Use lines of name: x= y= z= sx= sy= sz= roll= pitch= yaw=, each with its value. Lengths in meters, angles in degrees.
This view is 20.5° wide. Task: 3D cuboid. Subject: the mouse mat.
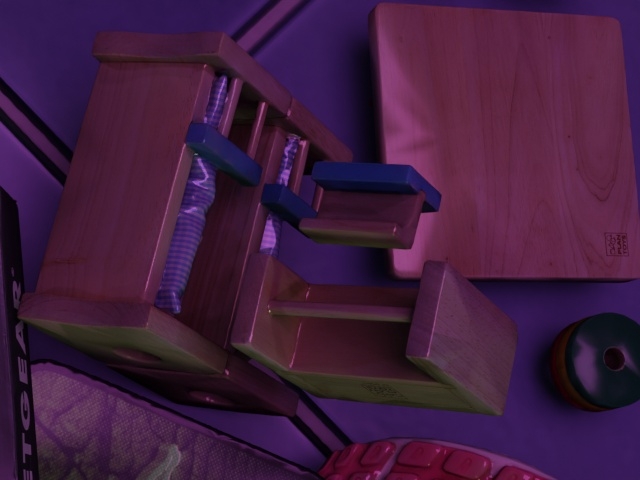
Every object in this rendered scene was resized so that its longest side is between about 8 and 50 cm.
mouse mat: x=-0.093 y=0.162 z=0.748 sx=0.152 sy=0.007 sz=0.190 roll=24 pitch=85 yaw=-13

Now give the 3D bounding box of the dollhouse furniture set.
dollhouse furniture set: x=0.000 y=0.000 z=0.729 sx=0.129 sy=0.183 sz=0.129 roll=38 pitch=60 yaw=-55

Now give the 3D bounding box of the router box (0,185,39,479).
router box: x=-0.184 y=0.073 z=0.714 sx=0.133 sy=0.046 sz=0.179 roll=-6 pitch=80 yaw=0

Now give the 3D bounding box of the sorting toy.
sorting toy: x=0.083 y=-0.052 z=0.864 sx=0.132 sy=0.046 sz=0.275 roll=0 pitch=78 yaw=-20

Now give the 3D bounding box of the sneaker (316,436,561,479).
sneaker: x=0.129 y=0.174 z=0.802 sx=0.299 sy=0.112 sz=0.121 roll=21 pitch=92 yaw=1
